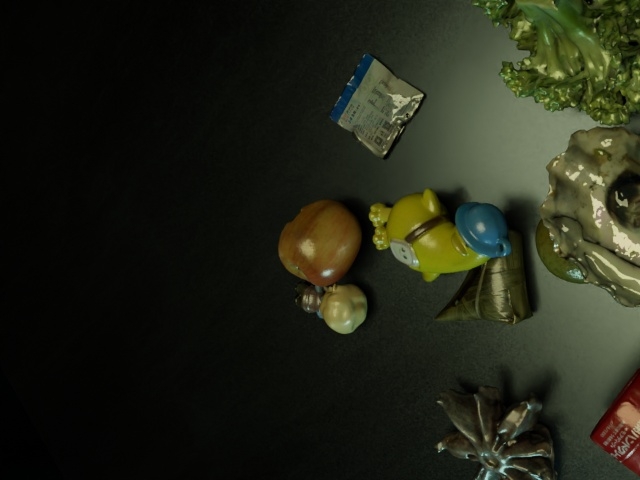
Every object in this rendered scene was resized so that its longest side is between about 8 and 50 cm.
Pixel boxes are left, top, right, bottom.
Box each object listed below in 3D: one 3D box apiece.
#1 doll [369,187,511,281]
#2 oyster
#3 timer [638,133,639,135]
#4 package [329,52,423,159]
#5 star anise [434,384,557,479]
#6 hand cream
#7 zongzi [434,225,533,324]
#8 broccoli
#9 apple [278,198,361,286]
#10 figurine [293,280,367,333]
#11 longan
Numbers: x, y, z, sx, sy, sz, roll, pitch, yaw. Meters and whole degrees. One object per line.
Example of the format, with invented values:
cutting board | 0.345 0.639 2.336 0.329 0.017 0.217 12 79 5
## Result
doll | 0.237 -0.007 1.386 0.363 0.145 0.200 12 118 55
oyster | 0.510 -0.021 1.124 0.351 0.115 0.238 42 100 11
timer | 0.687 -0.095 1.132 0.340 0.115 0.309 -37 77 30
package | 0.118 -0.292 1.508 0.173 0.027 0.171 43 120 20
star anise | 0.369 0.426 1.416 0.316 0.139 0.359 45 133 27
hand cream | 0.579 0.313 1.218 0.125 0.193 0.193 36 114 25
zongzi | 0.315 0.066 1.406 0.204 0.094 0.205 -6 89 40
broccoli | 0.421 -0.381 1.173 0.277 0.317 0.339 -16 46 43
apple | 0.000 0.000 1.541 0.199 0.199 0.199 5 100 31
figurine | 0.020 0.148 1.604 0.196 0.108 0.114 11 94 48
longan | 0.472 -0.003 1.255 0.154 0.145 0.176 26 144 9
